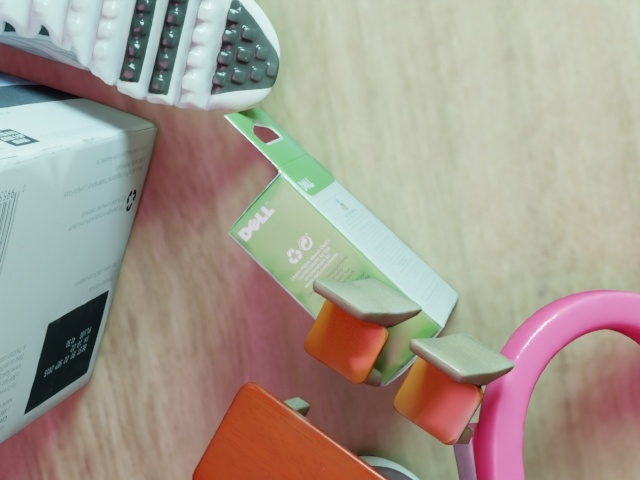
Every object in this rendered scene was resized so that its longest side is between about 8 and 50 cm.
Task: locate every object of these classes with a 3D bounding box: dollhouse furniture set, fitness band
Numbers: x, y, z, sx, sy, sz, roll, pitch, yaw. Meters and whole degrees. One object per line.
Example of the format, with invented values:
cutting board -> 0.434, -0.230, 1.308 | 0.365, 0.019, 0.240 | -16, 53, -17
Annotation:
dollhouse furniture set -> 0.032, 0.187, 0.861 | 0.259, 0.135, 0.262 | 32, 101, 24
fitness band -> 0.203, 0.178, 0.961 | 0.209, 0.054, 0.291 | -13, 93, -21

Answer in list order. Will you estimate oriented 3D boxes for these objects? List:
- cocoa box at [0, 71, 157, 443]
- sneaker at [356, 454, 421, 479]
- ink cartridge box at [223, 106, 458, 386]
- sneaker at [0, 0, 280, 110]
cocoa box -> -0.293, 0.005, 0.944 | 0.228, 0.347, 0.231 | 19, 103, 9
sneaker -> 0.106, 0.268, 0.998 | 0.281, 0.162, 0.106 | 26, 104, 7
ink cartridge box -> 0.000, 0.000, 1.002 | 0.209, 0.109, 0.062 | 44, 105, 2
sneaker -> -0.166, -0.167, 1.012 | 0.292, 0.118, 0.110 | 19, 90, 2
